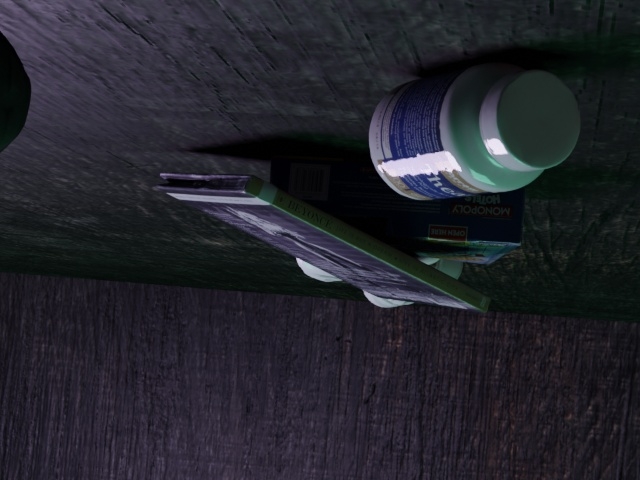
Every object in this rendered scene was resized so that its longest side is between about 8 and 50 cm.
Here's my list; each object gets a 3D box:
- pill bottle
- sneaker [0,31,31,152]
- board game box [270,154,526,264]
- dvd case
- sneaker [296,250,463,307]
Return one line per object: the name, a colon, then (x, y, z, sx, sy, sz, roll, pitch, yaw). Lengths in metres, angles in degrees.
pill bottle: (0.080, -0.057, 0.892, 0.067, 0.067, 0.120, 7, 175, -26)
sneaker: (-0.259, -0.091, 0.758, 0.286, 0.109, 0.130, 14, -177, 8)
board game box: (0.074, -0.020, 1.358, 0.194, 0.060, 0.194, 4, 174, 13)
dvd case: (0.000, 0.000, 1.309, 0.221, 0.018, 0.164, 26, 171, -26)
sneaker: (0.081, 0.013, 1.593, 0.115, 0.090, 0.232, -3, 172, 36)
